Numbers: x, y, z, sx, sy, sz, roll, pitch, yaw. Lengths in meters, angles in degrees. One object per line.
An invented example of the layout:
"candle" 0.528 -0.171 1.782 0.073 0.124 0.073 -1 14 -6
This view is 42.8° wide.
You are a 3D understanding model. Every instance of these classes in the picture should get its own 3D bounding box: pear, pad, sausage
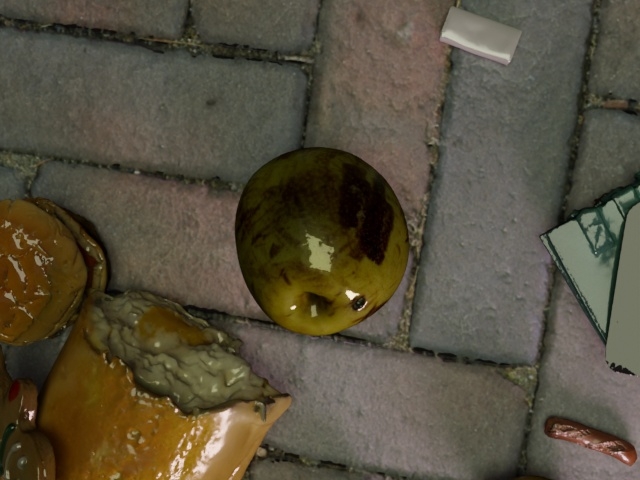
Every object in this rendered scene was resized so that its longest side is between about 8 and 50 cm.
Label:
"pear" 0.000 0.000 1.227 0.283 0.283 0.284 0 93 5
"pad" 0.535 0.080 1.229 0.181 0.004 0.267 8 95 6
"sausage" 0.442 0.324 1.329 0.157 0.042 0.036 20 56 2

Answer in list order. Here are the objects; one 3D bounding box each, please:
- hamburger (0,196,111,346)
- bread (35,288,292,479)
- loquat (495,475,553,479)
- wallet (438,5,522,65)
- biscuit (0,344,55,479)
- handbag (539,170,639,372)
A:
"hamburger" -0.477 0.050 1.325 0.244 0.163 0.245 0 95 4
"bread" -0.286 0.314 1.279 0.361 0.250 0.394 30 96 4
"loquat" 0.338 0.449 1.292 0.195 0.152 0.152 32 95 11
"wallet" 0.256 -0.330 1.316 0.122 0.025 0.061 21 96 4
"biscuit" -0.474 0.284 1.222 0.301 0.049 0.197 36 116 41
"handbag" 0.525 0.036 1.280 0.268 0.100 0.274 -32 89 9
